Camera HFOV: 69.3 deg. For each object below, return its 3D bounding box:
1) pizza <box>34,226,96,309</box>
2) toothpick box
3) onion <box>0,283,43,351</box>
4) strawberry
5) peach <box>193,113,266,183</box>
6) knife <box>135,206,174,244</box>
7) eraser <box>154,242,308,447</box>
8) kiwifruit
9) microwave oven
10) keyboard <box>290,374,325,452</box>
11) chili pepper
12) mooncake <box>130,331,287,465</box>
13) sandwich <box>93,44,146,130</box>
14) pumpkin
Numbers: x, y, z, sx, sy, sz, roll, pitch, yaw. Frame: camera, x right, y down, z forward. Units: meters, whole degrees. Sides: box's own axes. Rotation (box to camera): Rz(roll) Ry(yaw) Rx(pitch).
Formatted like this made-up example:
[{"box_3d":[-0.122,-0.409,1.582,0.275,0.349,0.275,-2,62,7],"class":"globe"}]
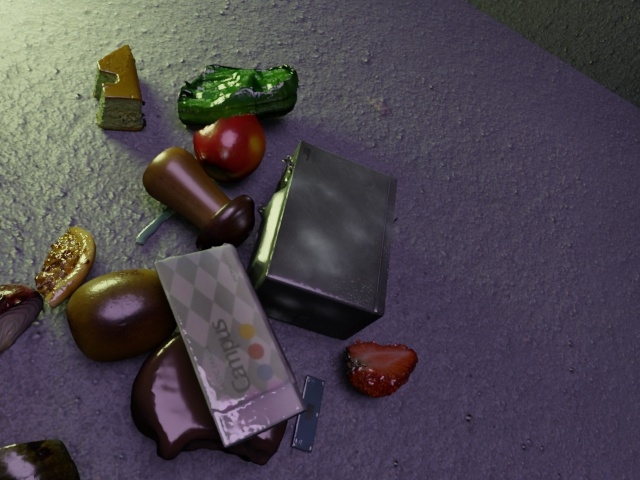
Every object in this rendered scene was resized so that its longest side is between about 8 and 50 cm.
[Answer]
[{"box_3d":[-0.568,0.049,1.037,0.127,0.058,0.246,-13,41,14],"class":"pizza"},{"box_3d":[-0.309,-0.098,1.205,0.294,0.192,0.192,42,55,1],"class":"toothpick box"},{"box_3d":[-0.681,0.154,0.939,0.098,0.151,0.206,29,38,10],"class":"onion"},{"box_3d":[0.157,0.356,1.239,0.236,0.106,0.175,14,22,-18],"class":"strawberry"},{"box_3d":[-0.258,-0.283,1.332,0.196,0.190,0.226,16,63,1],"class":"peach"},{"box_3d":[-0.422,-0.063,1.244,0.028,0.015,0.210,33,54,1],"class":"knife"},{"box_3d":[-0.184,0.201,0.967,0.213,0.082,0.396,-15,66,-33],"class":"eraser"},{"box_3d":[-0.423,0.159,1.019,0.234,0.196,0.196,-20,73,-29],"class":"kiwifruit"},{"box_3d":[0.000,0.000,1.267,0.375,0.236,0.432,21,57,-14],"class":"microwave oven"},{"box_3d":[-0.029,0.430,1.158,0.055,0.014,0.176,22,57,-13],"class":"keyboard"},{"box_3d":[-0.250,-0.441,1.439,0.385,0.167,0.213,-11,42,-13],"class":"chili pepper"},{"box_3d":[-0.224,0.347,1.013,0.326,0.174,0.333,-22,72,-37],"class":"mooncake"},{"box_3d":[-0.575,-0.442,1.317,0.128,0.122,0.235,-4,63,-31],"class":"sandwich"},{"box_3d":[-0.583,0.437,0.777,0.317,0.222,0.139,-2,64,-26],"class":"pumpkin"}]
